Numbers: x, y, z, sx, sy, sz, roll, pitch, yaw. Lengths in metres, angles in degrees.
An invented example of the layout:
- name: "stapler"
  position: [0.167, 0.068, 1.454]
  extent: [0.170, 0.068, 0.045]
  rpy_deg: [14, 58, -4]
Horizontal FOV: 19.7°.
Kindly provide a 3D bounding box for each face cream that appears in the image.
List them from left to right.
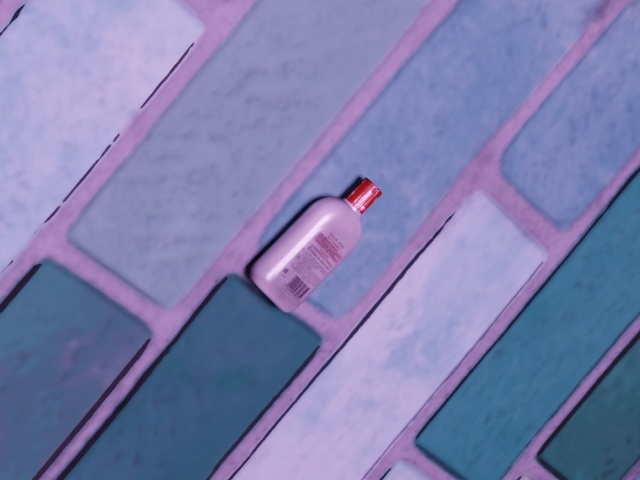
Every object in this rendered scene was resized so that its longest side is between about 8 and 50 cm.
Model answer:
- name: "face cream"
  position: [0.000, 0.000, 0.990]
  extent: [0.083, 0.021, 0.040]
  rpy_deg: [-45, 132, -3]
